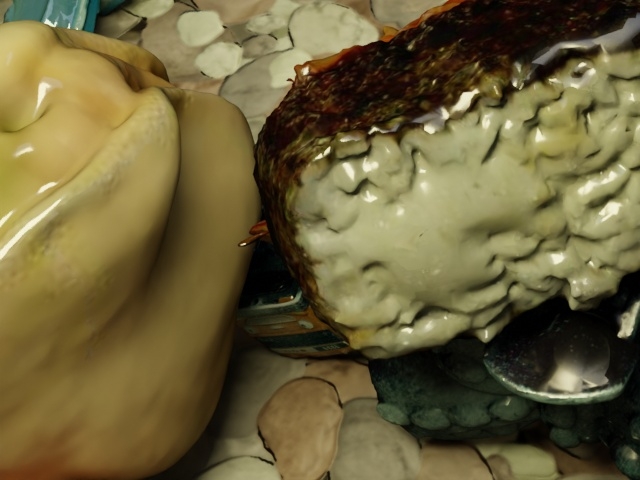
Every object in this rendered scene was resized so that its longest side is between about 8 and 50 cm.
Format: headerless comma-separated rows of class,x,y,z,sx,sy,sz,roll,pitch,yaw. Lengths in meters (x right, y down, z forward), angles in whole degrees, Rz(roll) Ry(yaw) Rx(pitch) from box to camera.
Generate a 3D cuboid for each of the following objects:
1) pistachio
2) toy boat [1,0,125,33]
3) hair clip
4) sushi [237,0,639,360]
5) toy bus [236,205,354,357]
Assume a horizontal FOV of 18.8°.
pistachio,-0.193,0.028,1.266,0.281,0.445,0.365,38,74,11
toy boat,-0.203,-0.198,1.638,0.098,0.109,0.238,26,61,-28
hair clip,0.188,0.077,1.315,0.310,0.206,0.194,18,59,20
sushi,0.107,-0.052,1.211,0.343,0.196,0.182,-22,25,3
toy bus,0.000,0.000,1.458,0.091,0.103,0.182,-8,50,38
